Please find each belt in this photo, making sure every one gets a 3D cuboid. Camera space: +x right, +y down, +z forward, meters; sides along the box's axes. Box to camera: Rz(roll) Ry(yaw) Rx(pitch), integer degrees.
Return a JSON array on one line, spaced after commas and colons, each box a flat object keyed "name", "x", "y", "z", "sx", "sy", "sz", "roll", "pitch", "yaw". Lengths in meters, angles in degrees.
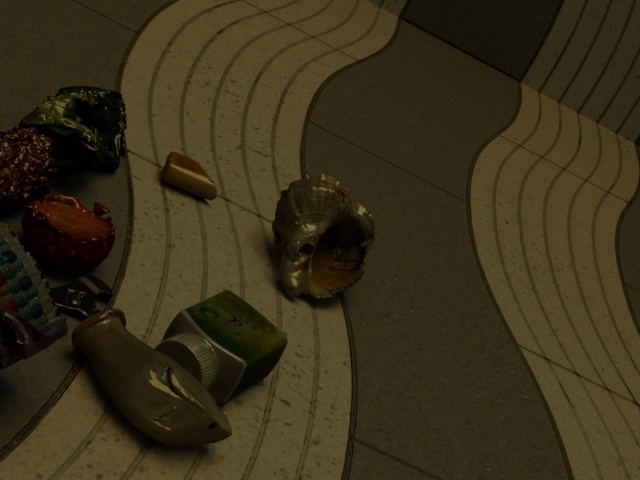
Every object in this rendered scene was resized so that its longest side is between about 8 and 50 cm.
[{"name": "belt", "x": -0.467, "y": 0.059, "z": 1.472, "sx": 0.295, "sy": 0.207, "sz": 0.160, "roll": 48, "pitch": 24, "yaw": 1}]

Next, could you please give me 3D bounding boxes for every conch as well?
[{"name": "conch", "x": 0.000, "y": 0.000, "z": 2.101, "sx": 0.178, "sy": 0.163, "sz": 0.245, "roll": 15, "pitch": 57, "yaw": 3}]

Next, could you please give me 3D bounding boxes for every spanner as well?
[{"name": "spanner", "x": -0.419, "y": 0.077, "z": 1.685, "sx": 0.316, "sy": 0.024, "sz": 0.087, "roll": 7, "pitch": 41, "yaw": -39}]

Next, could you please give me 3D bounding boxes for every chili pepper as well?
[{"name": "chili pepper", "x": -0.403, "y": -0.174, "z": 2.048, "sx": 0.148, "sy": 0.116, "sz": 0.264, "roll": 18, "pitch": 27, "yaw": 1}]

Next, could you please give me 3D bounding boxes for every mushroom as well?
[{"name": "mushroom", "x": -0.227, "y": 0.185, "z": 1.617, "sx": 0.247, "sy": 0.096, "sz": 0.108, "roll": 37, "pitch": 56, "yaw": 20}]

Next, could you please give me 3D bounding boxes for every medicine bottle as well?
[{"name": "medicine bottle", "x": -0.151, "y": 0.156, "z": 1.746, "sx": 0.132, "sy": 0.088, "sz": 0.188, "roll": 39, "pitch": 28, "yaw": 15}]

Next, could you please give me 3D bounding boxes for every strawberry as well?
[{"name": "strawberry", "x": -0.371, "y": -0.009, "z": 1.804, "sx": 0.145, "sy": 0.086, "sz": 0.145, "roll": 26, "pitch": 27, "yaw": -14}]

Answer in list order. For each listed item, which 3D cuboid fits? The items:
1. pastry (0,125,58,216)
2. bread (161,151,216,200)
[{"name": "pastry", "x": -0.474, "y": -0.098, "z": 1.836, "sx": 0.115, "sy": 0.097, "sz": 0.208, "roll": 46, "pitch": 32, "yaw": 3}, {"name": "bread", "x": -0.228, "y": -0.112, "z": 2.163, "sx": 0.103, "sy": 0.049, "sz": 0.062, "roll": 23, "pitch": 36, "yaw": -16}]
